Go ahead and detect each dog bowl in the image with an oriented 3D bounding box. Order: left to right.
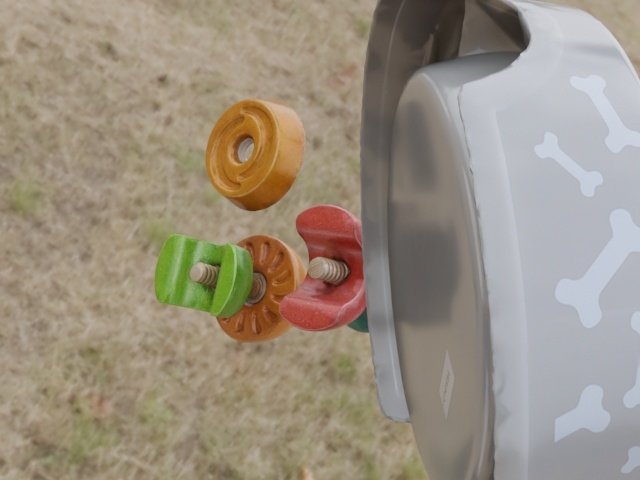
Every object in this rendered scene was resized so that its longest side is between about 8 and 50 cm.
[{"bbox_3d":[0.098,0.025,0.607,0.102,0.349,0.349,-5,38,-5],"label":"dog bowl"}]

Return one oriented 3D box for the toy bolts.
[{"bbox_3d":[0.000,0.000,0.948,0.228,0.218,0.158,14,-1,41],"label":"toy bolts"}]
